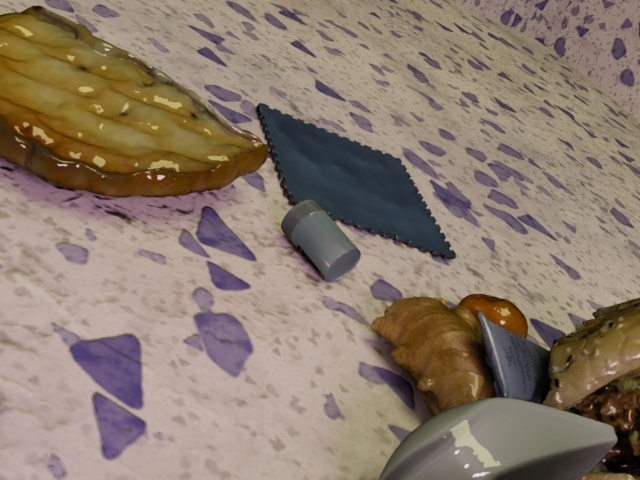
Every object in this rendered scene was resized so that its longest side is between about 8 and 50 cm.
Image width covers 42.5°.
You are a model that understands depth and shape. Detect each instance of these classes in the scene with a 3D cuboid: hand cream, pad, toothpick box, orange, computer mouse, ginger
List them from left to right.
[{"bbox_3d":[0.000,0.000,0.910,0.052,0.052,0.083,-4,45,-50],"label":"toothpick box"},{"bbox_3d":[0.045,-0.086,1.153,0.269,0.012,0.269,19,29,-25],"label":"pad"},{"bbox_3d":[0.117,0.111,0.817,0.115,0.081,0.205,45,19,-18],"label":"ginger"},{"bbox_3d":[0.190,0.098,0.933,0.086,0.086,0.062,34,62,3],"label":"orange"},{"bbox_3d":[0.140,0.180,0.673,0.230,0.128,0.079,9,41,-41],"label":"computer mouse"},{"bbox_3d":[0.217,0.131,0.844,0.256,0.055,0.088,27,49,-57],"label":"hand cream"}]

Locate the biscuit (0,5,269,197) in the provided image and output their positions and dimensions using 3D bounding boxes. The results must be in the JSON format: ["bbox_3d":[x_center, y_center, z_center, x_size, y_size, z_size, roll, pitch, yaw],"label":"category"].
[{"bbox_3d":[-0.237,-0.148,0.888,0.329,0.078,0.335,-2,42,-44],"label":"biscuit"}]

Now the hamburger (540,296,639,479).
[{"bbox_3d":[0.346,0.145,0.837,0.288,0.192,0.168,-12,80,-55],"label":"hamburger"}]
